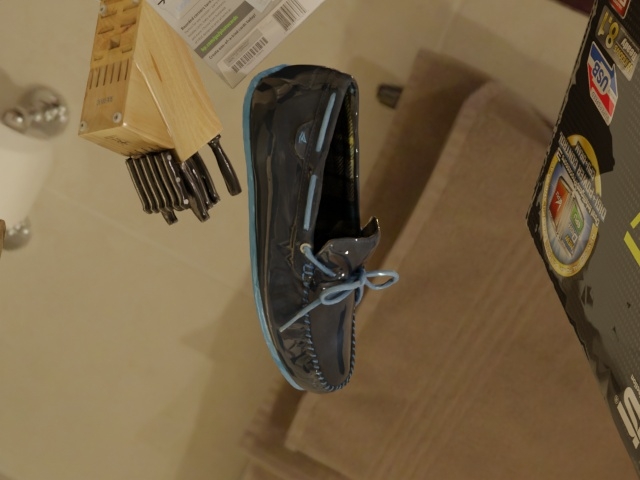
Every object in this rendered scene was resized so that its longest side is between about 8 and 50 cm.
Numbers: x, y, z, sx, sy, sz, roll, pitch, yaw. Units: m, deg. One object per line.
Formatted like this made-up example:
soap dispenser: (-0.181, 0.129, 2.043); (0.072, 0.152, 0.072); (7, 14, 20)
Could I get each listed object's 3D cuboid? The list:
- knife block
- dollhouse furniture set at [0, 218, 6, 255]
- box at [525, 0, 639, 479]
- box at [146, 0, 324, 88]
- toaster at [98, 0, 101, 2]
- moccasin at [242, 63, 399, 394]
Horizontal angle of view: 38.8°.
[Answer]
knife block: (-0.192, -0.166, 1.205); (0.242, 0.088, 0.276); (22, 69, -51)
dollhouse furniture set: (-0.568, 0.004, 1.002); (0.303, 0.355, 0.174); (-163, -96, -87)
box: (0.182, -0.016, 0.421); (0.270, 0.060, 0.216); (-97, -167, -52)
box: (-0.102, -0.268, 0.904); (0.145, 0.186, 0.038); (-44, -154, 6)
toaster: (-0.287, -0.430, 1.357); (0.227, 0.129, 0.147); (-160, -91, -87)
moccasin: (0.000, 0.000, 0.900); (0.137, 0.116, 0.342); (-40, 126, -55)
